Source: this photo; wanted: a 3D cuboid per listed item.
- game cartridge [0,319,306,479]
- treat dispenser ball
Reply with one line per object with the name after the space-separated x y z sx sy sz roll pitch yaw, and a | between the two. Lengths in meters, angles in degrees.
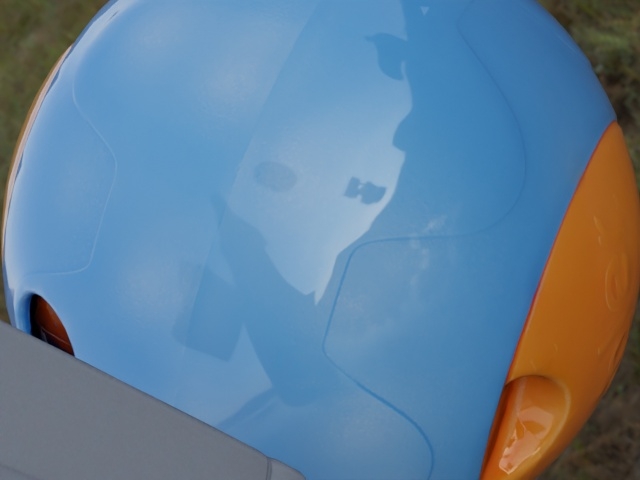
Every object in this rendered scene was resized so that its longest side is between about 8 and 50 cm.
-0.094 0.114 0.299 0.060 0.294 0.196 -13 58 33 | game cartridge
0.000 0.000 0.629 0.288 0.288 0.288 -43 26 27 | treat dispenser ball
